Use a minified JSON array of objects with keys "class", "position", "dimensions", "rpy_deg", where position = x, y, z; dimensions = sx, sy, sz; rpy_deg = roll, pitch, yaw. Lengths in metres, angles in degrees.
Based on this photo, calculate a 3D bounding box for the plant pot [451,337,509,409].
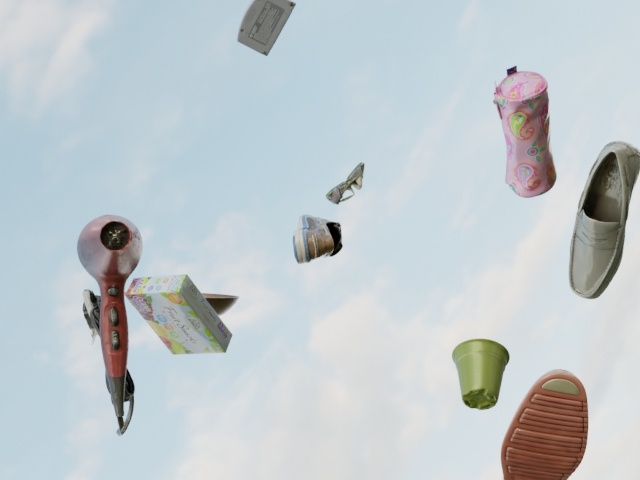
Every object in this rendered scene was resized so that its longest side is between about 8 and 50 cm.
[{"class":"plant pot","position":[0.228,0.196,1.716],"dimensions":[0.083,0.083,0.079],"rpy_deg":[88,-173,-47]}]

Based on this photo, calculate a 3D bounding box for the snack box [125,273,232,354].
[{"class":"snack box","position":[-0.204,0.109,1.749],"dimensions":[0.141,0.100,0.037],"rpy_deg":[57,-141,-38]}]

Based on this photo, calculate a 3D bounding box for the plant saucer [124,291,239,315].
[{"class":"plant saucer","position":[-0.239,0.109,2.070],"dimensions":[0.198,0.198,0.036],"rpy_deg":[2,-90,-58]}]

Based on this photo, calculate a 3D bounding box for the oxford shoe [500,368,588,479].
[{"class":"oxford shoe","position":[0.388,0.375,2.154],"dimensions":[0.146,0.140,0.397],"rpy_deg":[-66,-12,-59]}]

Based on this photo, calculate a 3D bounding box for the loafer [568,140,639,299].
[{"class":"loafer","position":[0.538,-0.036,2.330],"dimensions":[0.111,0.112,0.320],"rpy_deg":[-14,-63,-58]}]

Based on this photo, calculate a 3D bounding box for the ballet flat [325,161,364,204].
[{"class":"ballet flat","position":[0.058,-0.107,2.353],"dimensions":[0.114,0.041,0.041],"rpy_deg":[-43,-31,-28]}]

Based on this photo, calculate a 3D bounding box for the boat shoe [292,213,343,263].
[{"class":"boat shoe","position":[0.000,0.000,1.814],"dimensions":[0.183,0.066,0.066],"rpy_deg":[-74,-21,-76]}]

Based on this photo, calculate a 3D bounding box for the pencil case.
[{"class":"pencil case","position":[0.451,-0.235,2.647],"dimensions":[0.124,0.124,0.284],"rpy_deg":[-40,-46,-28]}]

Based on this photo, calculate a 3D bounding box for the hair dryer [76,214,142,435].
[{"class":"hair dryer","position":[-0.240,0.073,1.458],"dimensions":[0.080,0.224,0.294],"rpy_deg":[-12,-43,-16]}]

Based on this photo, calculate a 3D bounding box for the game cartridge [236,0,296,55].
[{"class":"game cartridge","position":[-0.076,-0.295,1.618],"dimensions":[0.056,0.017,0.083],"rpy_deg":[25,-69,-20]}]
